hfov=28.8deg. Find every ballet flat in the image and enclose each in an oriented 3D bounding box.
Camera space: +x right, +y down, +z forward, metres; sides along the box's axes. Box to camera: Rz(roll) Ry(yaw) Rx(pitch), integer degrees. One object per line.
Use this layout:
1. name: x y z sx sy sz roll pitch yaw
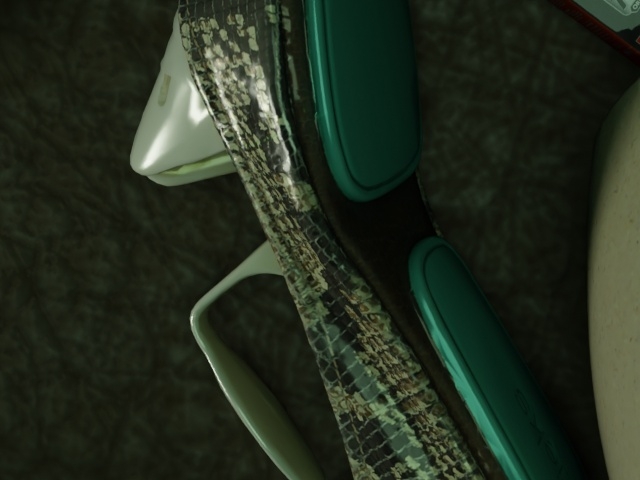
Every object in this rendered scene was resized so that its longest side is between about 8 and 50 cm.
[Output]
1. ballet flat: 0.000 0.000 0.670 0.182 0.164 0.483 -17 96 24

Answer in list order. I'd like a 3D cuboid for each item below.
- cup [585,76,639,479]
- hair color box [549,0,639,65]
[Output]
1. cup: 0.258 0.015 0.594 0.331 0.331 0.237 -27 68 5
2. hair color box: 0.145 -0.167 0.692 0.141 0.043 0.072 35 97 0
